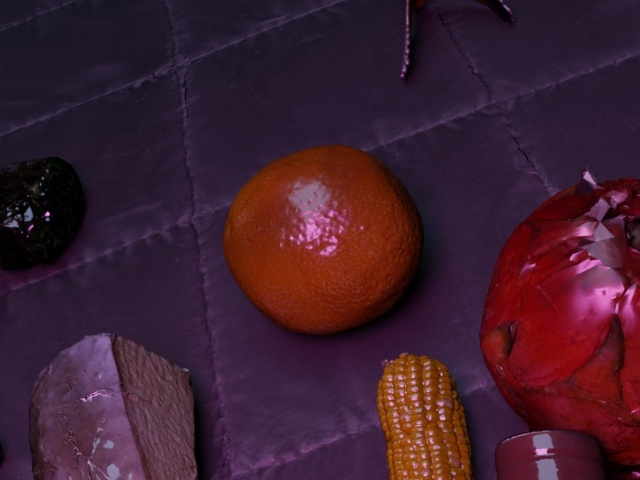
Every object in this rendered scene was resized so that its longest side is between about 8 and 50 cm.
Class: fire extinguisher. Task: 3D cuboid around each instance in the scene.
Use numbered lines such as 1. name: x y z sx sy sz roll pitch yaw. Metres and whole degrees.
1. fire extinguisher: 0.208 0.349 0.833 0.138 0.102 0.344 -44 39 50

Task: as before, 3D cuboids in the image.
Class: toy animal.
1. toy animal: 0.150 -0.474 1.635 0.225 0.284 0.302 -29 42 -3

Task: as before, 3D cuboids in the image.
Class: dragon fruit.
1. dragon fruit: 0.309 0.086 0.985 0.295 0.302 0.296 2 51 -2

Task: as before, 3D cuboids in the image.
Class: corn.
1. corn: 0.117 0.258 1.018 0.101 0.102 0.313 -14 44 11

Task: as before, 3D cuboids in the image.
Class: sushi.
1. sushi: -0.471 -0.049 1.594 0.127 0.124 0.225 -12 36 12

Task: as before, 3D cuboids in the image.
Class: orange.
1. orange: 0.000 0.000 1.235 0.264 0.264 0.264 -13 42 12

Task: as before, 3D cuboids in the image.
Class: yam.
1. yam: -0.234 0.270 1.106 0.201 0.202 0.271 -45 42 9

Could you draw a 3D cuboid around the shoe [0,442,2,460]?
1. shoe: -0.572 0.311 1.264 0.290 0.114 0.137 -33 47 -14
